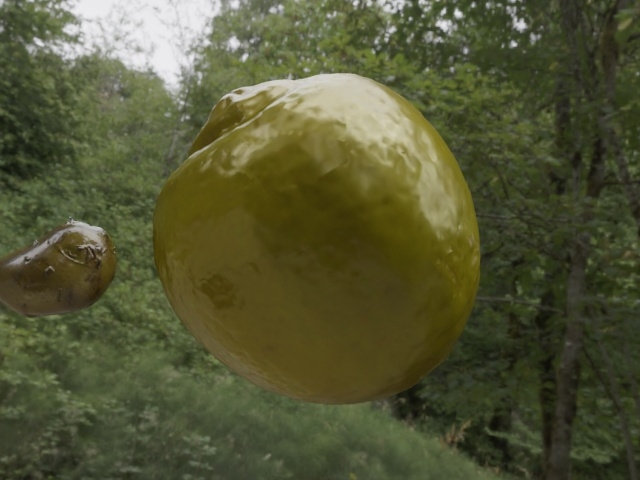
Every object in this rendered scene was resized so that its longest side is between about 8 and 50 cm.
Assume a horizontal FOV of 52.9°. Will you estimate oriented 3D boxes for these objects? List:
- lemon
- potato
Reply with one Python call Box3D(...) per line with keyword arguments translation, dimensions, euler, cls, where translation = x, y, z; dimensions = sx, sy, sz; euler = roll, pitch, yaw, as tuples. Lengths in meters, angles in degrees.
Box3D(translation=(0.000, 0.000, 0.667), dimensions=(0.348, 0.347, 0.348), euler=(11, -16, 3), cls="lemon")
Box3D(translation=(-0.377, 0.048, 0.928), dimensions=(0.176, 0.137, 0.137), euler=(-26, -22, 2), cls="potato")
